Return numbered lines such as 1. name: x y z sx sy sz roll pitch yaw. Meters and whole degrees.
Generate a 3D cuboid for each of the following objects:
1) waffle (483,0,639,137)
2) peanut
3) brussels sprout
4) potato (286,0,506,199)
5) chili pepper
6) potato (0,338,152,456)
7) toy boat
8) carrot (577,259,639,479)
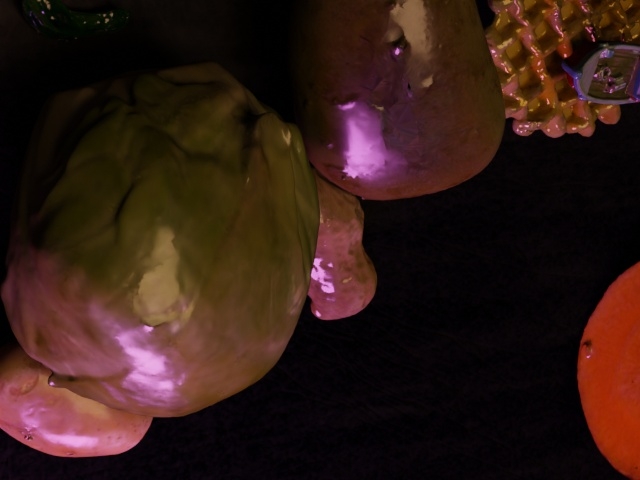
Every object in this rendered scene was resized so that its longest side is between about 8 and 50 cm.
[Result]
1. waffle: 0.273 -0.227 1.980 0.261 0.056 0.250 9 108 -42
2. peanut: 0.000 0.000 1.880 0.099 0.099 0.214 -32 128 -18
3. brussels sprout: -0.148 0.003 1.674 0.328 0.247 0.328 8 81 -58
4. potato: 0.067 -0.174 1.780 0.210 0.173 0.307 -12 124 1
5. chili pepper: -0.228 -0.202 1.655 0.118 0.035 0.055 21 117 -36
6. potato: -0.248 0.152 1.767 0.178 0.118 0.109 26 76 -31
7. toy boat: 0.325 -0.178 1.970 0.173 0.059 0.069 1 113 -38
8. carrot: 0.436 0.145 2.157 0.100 0.258 0.307 -9 124 -48
